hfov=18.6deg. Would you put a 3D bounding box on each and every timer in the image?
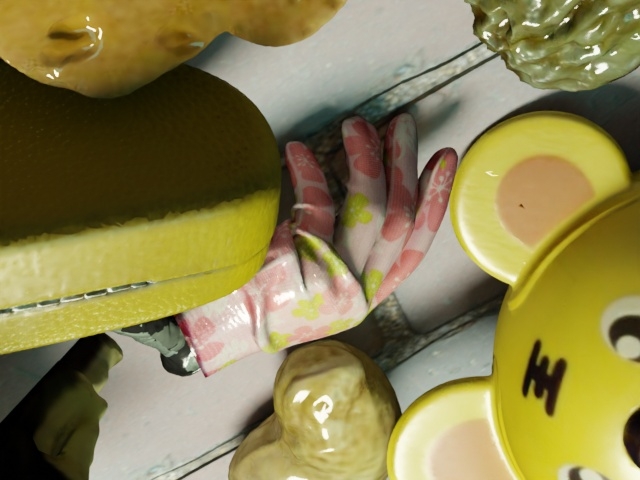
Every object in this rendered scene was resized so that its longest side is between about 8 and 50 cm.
[{"bbox_3d":[0.266,0.100,1.581,0.387,0.376,0.376,11,135,-8],"label":"timer"}]

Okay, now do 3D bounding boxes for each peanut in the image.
[{"bbox_3d":[-0.002,0.179,1.661,0.137,0.122,0.253,-9,140,-32],"label":"peanut"}]

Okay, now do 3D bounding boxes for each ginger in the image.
[{"bbox_3d":[-0.205,0.260,1.319,0.358,0.211,0.413,-49,-178,2],"label":"ginger"}]

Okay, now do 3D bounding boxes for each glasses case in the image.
[{"bbox_3d":[-0.215,-0.013,1.212,0.371,0.173,0.141,-11,141,-21],"label":"glasses case"}]

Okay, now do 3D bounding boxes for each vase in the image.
[{"bbox_3d":[-0.143,0.053,1.453,0.059,0.059,0.167,-38,145,14],"label":"vase"}]

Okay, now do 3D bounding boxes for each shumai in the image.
[{"bbox_3d":[0.155,-0.219,1.244,0.218,0.189,0.256,15,145,-23],"label":"shumai"}]

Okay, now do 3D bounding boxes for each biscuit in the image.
[{"bbox_3d":[-0.111,-0.209,1.111,0.376,0.051,0.269,13,115,-44],"label":"biscuit"}]

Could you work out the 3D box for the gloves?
[{"bbox_3d":[0.004,0.008,1.430,0.241,0.126,0.145,-26,139,-4],"label":"gloves"}]
